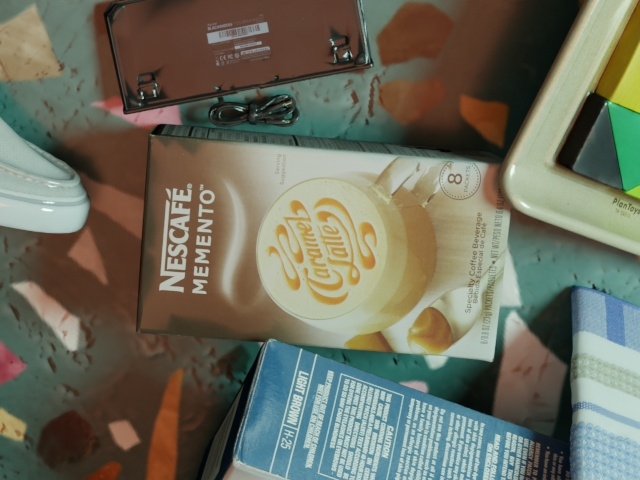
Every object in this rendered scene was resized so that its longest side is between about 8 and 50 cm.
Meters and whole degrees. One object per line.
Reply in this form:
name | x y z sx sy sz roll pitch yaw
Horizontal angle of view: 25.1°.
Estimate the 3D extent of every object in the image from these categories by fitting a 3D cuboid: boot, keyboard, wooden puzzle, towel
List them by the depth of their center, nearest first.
boot | -0.263 -0.103 0.969 0.258 0.095 0.123 22 107 -6
towel | 0.260 0.159 0.973 0.209 0.285 0.034 21 128 -8
wooden puzzle | 0.250 -0.104 0.977 0.221 0.044 0.239 17 100 -35
keyboard | -0.055 -0.129 1.014 0.180 0.023 0.108 -11 96 0

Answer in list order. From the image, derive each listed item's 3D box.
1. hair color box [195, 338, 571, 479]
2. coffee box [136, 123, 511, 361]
hair color box | 0.089 0.204 1.010 0.347 0.105 0.174 21 143 -7
coffee box | 0.000 0.000 1.004 0.246 0.098 0.141 4 99 -4
